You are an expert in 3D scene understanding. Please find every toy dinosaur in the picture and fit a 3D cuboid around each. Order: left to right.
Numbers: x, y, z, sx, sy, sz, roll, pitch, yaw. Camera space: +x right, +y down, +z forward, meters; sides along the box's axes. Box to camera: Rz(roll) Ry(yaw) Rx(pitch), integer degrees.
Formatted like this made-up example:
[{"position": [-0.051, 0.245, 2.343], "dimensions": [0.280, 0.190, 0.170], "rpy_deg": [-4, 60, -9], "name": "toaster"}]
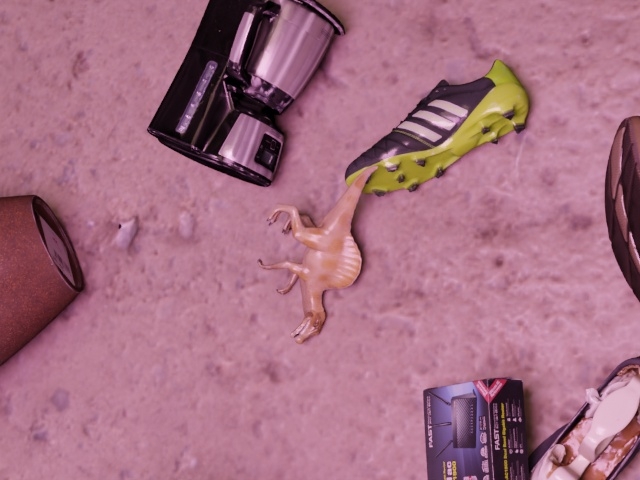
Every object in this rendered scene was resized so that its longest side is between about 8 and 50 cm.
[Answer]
[{"position": [0.000, 0.000, 1.065], "dimensions": [0.092, 0.053, 0.183], "rpy_deg": [27, 108, 21], "name": "toy dinosaur"}]

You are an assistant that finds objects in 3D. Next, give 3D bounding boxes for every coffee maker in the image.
[{"position": [-0.084, -0.157, 1.115], "dimensions": [0.171, 0.120, 0.178], "rpy_deg": [25, 88, 49], "name": "coffee maker"}]

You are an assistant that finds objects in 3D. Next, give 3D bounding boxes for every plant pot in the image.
[{"position": [-0.360, 0.052, 1.144], "dimensions": [0.230, 0.215, 0.215], "rpy_deg": [-24, 69, 1], "name": "plant pot"}]

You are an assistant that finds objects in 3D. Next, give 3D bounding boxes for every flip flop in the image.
[{"position": [0.301, 0.026, 0.908], "dimensions": [0.080, 0.112, 0.277], "rpy_deg": [-20, 66, -9], "name": "flip flop"}]

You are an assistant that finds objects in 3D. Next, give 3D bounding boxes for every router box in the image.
[{"position": [0.127, 0.177, 0.954], "dimensions": [0.092, 0.038, 0.122], "rpy_deg": [-24, 64, 58], "name": "router box"}]

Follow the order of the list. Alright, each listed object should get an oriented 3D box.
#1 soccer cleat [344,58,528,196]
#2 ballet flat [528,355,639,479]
[{"position": [0.100, -0.099, 1.046], "dimensions": [0.179, 0.060, 0.072], "rpy_deg": [-26, 56, 13], "name": "soccer cleat"}, {"position": [0.209, 0.172, 0.927], "dimensions": [0.074, 0.074, 0.203], "rpy_deg": [41, 97, 25], "name": "ballet flat"}]
